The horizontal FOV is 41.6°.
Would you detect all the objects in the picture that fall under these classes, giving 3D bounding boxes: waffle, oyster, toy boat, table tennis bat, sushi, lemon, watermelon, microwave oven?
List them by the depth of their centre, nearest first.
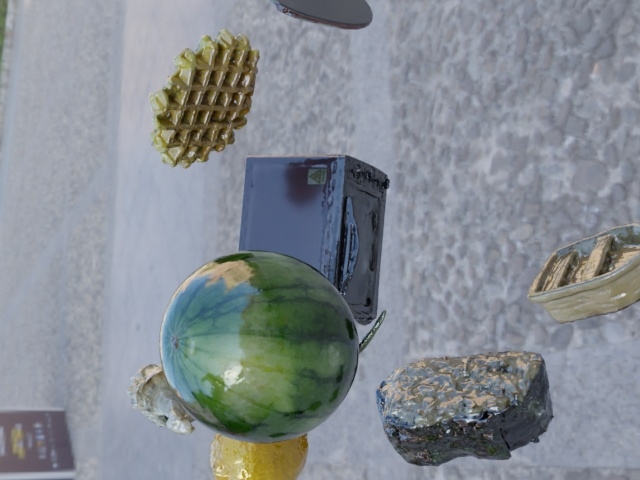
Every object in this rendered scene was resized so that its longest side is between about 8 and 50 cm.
[{"bbox_3d":[-0.050,0.104,0.826,0.188,0.215,0.188,-16,69,47],"label":"watermelon"},{"bbox_3d":[-0.144,-0.174,1.058,0.038,0.191,0.191,38,125,26],"label":"waffle"},{"bbox_3d":[0.372,0.040,1.095,0.188,0.061,0.116,-26,18,49],"label":"toy boat"},{"bbox_3d":[-0.002,0.000,1.261,0.188,0.178,0.247,1,85,24],"label":"microwave oven"},{"bbox_3d":[-0.056,-0.384,1.286,0.173,0.301,0.022,-109,34,-44],"label":"table tennis bat"},{"bbox_3d":[-0.092,0.330,1.319,0.142,0.187,0.142,20,121,38],"label":"lemon"},{"bbox_3d":[-0.247,0.254,1.431,0.191,0.163,0.081,47,133,39],"label":"oyster"},{"bbox_3d":[0.285,0.328,1.691,0.210,0.350,0.170,-83,-26,-47],"label":"sushi"}]
